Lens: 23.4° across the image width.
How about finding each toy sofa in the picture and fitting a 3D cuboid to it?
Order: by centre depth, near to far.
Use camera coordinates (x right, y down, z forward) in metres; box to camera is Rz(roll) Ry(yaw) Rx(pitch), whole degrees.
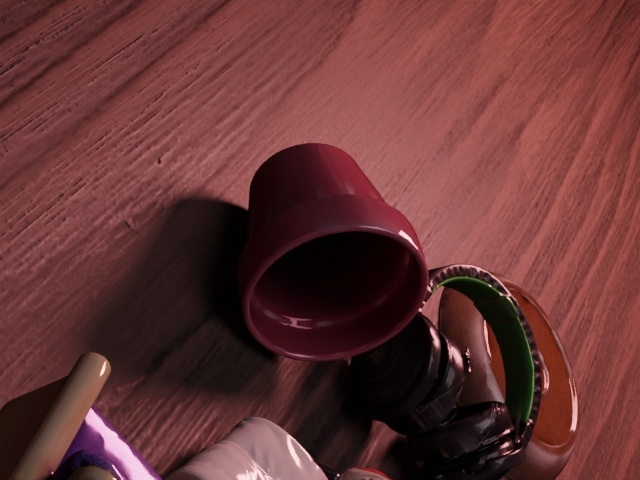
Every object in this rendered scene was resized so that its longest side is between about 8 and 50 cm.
[{"bbox_3d":[-0.108,0.266,1.207,0.362,0.177,0.150,52,34,-20],"label":"toy sofa"}]

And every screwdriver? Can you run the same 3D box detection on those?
[{"bbox_3d":[0.049,0.260,1.595,0.024,0.169,0.025,87,25,-52],"label":"screwdriver"}]

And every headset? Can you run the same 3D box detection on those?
[{"bbox_3d":[0.150,0.193,1.748,0.243,0.185,0.394,52,49,-21],"label":"headset"}]

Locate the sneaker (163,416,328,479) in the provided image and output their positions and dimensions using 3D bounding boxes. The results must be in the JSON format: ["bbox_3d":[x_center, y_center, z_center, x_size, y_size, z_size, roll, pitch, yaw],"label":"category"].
[{"bbox_3d":[-0.020,0.308,1.483,0.293,0.108,0.169,61,34,-5],"label":"sneaker"}]

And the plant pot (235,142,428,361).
[{"bbox_3d":[0.000,0.000,1.667,0.201,0.201,0.180,38,24,-38],"label":"plant pot"}]

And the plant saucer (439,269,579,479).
[{"bbox_3d":[0.266,0.176,2.077,0.310,0.050,0.311,37,41,-41],"label":"plant saucer"}]

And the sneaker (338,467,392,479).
[{"bbox_3d":[0.117,0.329,1.517,0.279,0.107,0.118,53,4,-3],"label":"sneaker"}]
